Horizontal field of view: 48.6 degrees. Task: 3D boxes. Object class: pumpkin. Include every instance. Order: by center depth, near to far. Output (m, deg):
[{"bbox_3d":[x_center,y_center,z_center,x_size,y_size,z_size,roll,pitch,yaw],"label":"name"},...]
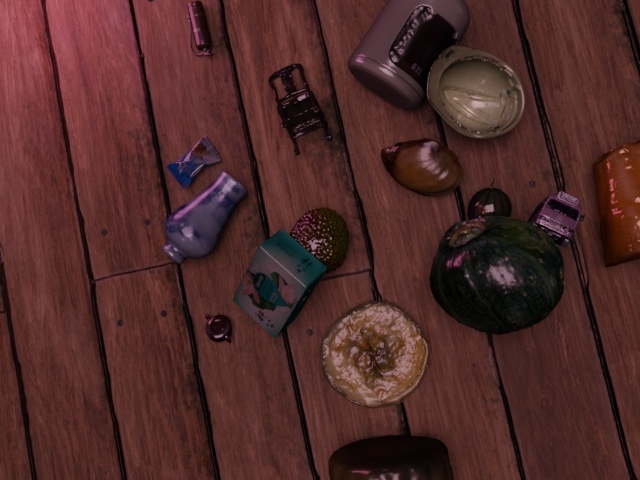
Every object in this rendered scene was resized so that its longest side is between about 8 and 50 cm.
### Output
[{"bbox_3d":[0.384,0.103,1.603,0.293,0.197,0.263,-11,116,42],"label":"pumpkin"}]

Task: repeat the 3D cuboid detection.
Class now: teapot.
[{"bbox_3d":[-0.264,0.228,1.832,0.068,0.045,0.100,-38,61,-19],"label":"teapot"}]

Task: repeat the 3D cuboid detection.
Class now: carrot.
[{"bbox_3d":[0.716,-0.083,1.641,0.196,0.196,0.254,-15,77,7],"label":"carrot"}]

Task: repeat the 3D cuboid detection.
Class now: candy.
[{"bbox_3d":[-0.333,-0.207,1.883,0.136,0.038,0.088,-39,67,-3],"label":"candy"}]

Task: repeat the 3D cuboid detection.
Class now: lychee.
[{"bbox_3d":[0.000,0.000,1.758,0.171,0.171,0.171,-1,85,9],"label":"lychee"}]

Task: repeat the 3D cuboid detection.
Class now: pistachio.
[{"bbox_3d":[0.250,-0.188,1.750,0.210,0.130,0.165,16,128,9],"label":"pistachio"}]

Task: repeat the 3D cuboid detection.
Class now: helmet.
[{"bbox_3d":[0.355,-0.353,1.728,0.258,0.137,0.204,26,88,-14],"label":"helmet"}]

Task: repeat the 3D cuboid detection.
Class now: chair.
[{"bbox_3d":[-0.055,-0.345,1.833,0.106,0.113,0.229,-22,45,6],"label":"chair"}]

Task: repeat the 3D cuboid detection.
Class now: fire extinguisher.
[{"bbox_3d":[-0.327,-0.560,1.907,0.078,0.045,0.157,-19,83,35],"label":"fire extinguisher"}]

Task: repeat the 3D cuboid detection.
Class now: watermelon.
[{"bbox_3d":[0.412,-0.086,1.717,0.105,0.105,0.133,8,106,9],"label":"watermelon"}]

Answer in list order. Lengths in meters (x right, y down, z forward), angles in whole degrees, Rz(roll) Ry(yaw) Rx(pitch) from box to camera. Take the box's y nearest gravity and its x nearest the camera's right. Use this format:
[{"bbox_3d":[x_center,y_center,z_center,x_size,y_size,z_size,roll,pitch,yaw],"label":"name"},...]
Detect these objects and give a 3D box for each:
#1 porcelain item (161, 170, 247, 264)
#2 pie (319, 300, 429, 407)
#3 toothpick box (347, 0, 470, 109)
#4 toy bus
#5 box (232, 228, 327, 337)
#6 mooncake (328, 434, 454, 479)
[{"bbox_3d":[-0.300,-0.055,1.820,0.141,0.141,0.259,40,83,10],"label":"porcelain item"},{"bbox_3d":[0.132,0.282,1.760,0.274,0.055,0.274,-1,86,9],"label":"pie"},{"bbox_3d":[0.225,-0.505,1.741,0.229,0.229,0.316,32,89,10],"label":"toothpick box"},{"bbox_3d":[0.541,-0.043,1.651,0.096,0.199,0.108,27,87,9],"label":"toy bus"},{"bbox_3d":[-0.103,0.108,1.721,0.153,0.092,0.245,40,137,10],"label":"box"},{"bbox_3d":[0.165,0.555,1.619,0.291,0.290,0.161,-8,89,8],"label":"mooncake"}]
